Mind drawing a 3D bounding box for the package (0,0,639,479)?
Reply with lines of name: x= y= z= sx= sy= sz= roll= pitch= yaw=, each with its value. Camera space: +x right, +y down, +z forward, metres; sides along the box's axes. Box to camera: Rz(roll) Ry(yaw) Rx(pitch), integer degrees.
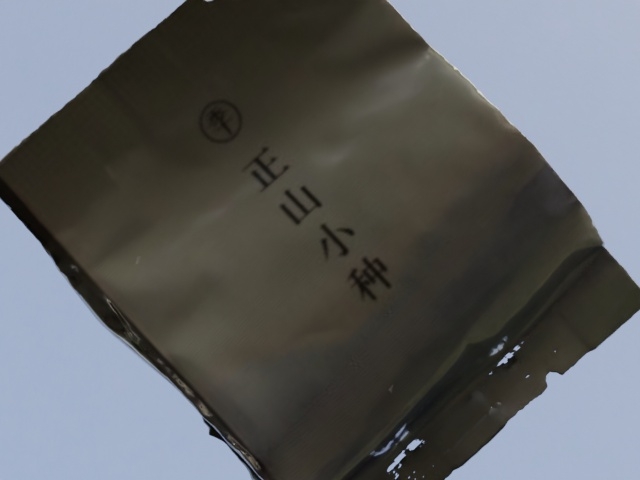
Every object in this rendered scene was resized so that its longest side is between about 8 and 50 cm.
package: x=0.000 y=0.000 z=0.706 sx=0.204 sy=0.062 sz=0.251 roll=-41 pitch=-86 yaw=-6
